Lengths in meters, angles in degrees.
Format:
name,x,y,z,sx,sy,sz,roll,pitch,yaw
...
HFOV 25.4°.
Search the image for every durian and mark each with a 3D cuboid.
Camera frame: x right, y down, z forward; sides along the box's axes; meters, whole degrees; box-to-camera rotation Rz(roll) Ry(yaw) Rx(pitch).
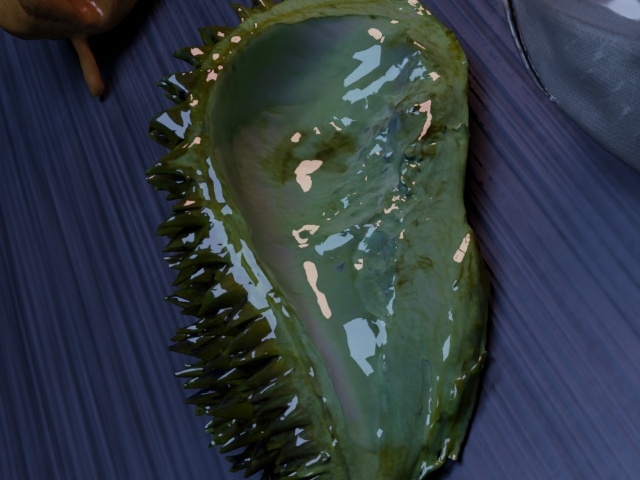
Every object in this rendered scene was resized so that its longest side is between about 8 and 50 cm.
name,x,y,z,sx,sy,sz,roll,pitch,yaw
durian,0.000,0.007,0.855,0.198,0.163,0.394,-4,53,-3

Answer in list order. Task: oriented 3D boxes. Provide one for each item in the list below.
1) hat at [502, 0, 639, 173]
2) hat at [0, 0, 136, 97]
name,x,y,z,sx,sy,sz,roll,pitch,yaw
hat,0.216,-0.160,0.711,0.226,0.164,0.219,-43,35,47
hat,-0.203,-0.232,1.208,0.233,0.244,0.233,143,116,-65
